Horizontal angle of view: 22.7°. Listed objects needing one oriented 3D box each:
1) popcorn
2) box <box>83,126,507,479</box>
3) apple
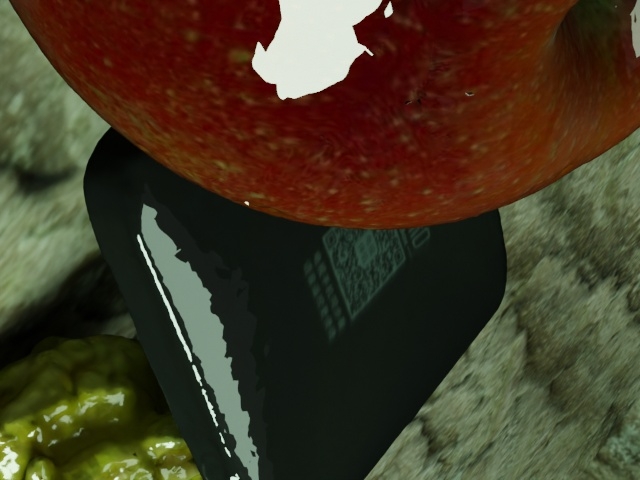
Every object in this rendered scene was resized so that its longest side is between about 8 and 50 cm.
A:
[{"bbox_3d":[-0.150,0.155,0.971,0.197,0.155,0.197,-27,145,-21],"label":"popcorn"},{"bbox_3d":[0.000,0.000,0.953,0.289,0.073,0.290,-47,130,-37],"label":"box"},{"bbox_3d":[0.032,-0.169,0.677,0.348,0.277,0.348,-41,155,-24],"label":"apple"}]
